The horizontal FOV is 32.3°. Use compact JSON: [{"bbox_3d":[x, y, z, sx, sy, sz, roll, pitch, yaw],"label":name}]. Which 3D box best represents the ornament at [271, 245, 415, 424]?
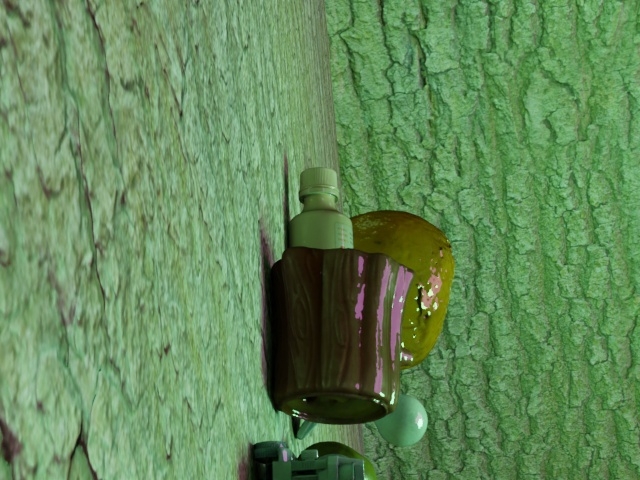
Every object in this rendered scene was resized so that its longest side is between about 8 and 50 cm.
[{"bbox_3d":[0.018,0.145,1.625,0.235,0.221,0.218,24,59,-38],"label":"ornament"}]

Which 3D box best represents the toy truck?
[{"bbox_3d":[-0.007,0.320,1.411,0.257,0.140,0.108,74,13,-70],"label":"toy truck"}]

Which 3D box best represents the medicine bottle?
[{"bbox_3d":[0.000,0.000,1.910,0.114,0.114,0.252,73,13,-71],"label":"medicine bottle"}]

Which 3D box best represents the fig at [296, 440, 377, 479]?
[{"bbox_3d":[0.007,0.402,1.699,0.186,0.148,0.142,-55,-170,-2],"label":"fig"}]

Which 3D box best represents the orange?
[{"bbox_3d":[0.121,0.100,2.284,0.340,0.293,0.341,14,90,-81],"label":"orange"}]

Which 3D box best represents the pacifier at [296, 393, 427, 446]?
[{"bbox_3d":[0.085,0.246,1.846,0.244,0.233,0.299,-38,164,-39],"label":"pacifier"}]
